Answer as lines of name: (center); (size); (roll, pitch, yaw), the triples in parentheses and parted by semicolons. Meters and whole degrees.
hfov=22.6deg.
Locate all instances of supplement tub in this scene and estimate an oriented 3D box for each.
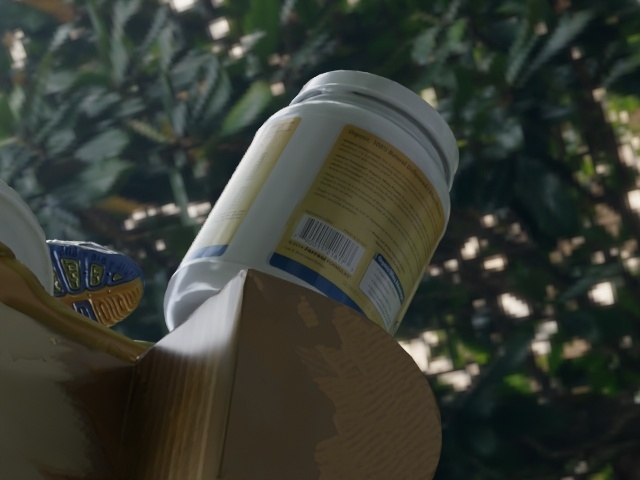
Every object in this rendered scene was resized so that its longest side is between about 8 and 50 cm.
supplement tub: (0.000, 0.000, 1.050); (0.144, 0.144, 0.199); (53, -130, -33)

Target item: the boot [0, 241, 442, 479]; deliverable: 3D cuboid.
boot: (-0.139, 0.037, 0.373); (0.295, 0.211, 0.104); (26, -127, -19)

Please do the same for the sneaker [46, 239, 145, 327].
sneaker: (-0.319, 0.038, 1.755); (0.131, 0.297, 0.111); (-53, -46, -62)

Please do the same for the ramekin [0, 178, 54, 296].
ramekin: (-0.350, 0.044, 1.362); (0.273, 0.127, 0.272); (-14, -70, -43)

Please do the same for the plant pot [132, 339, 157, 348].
plant pot: (-0.152, 0.257, 1.042); (0.275, 0.293, 0.274); (13, -130, -16)
